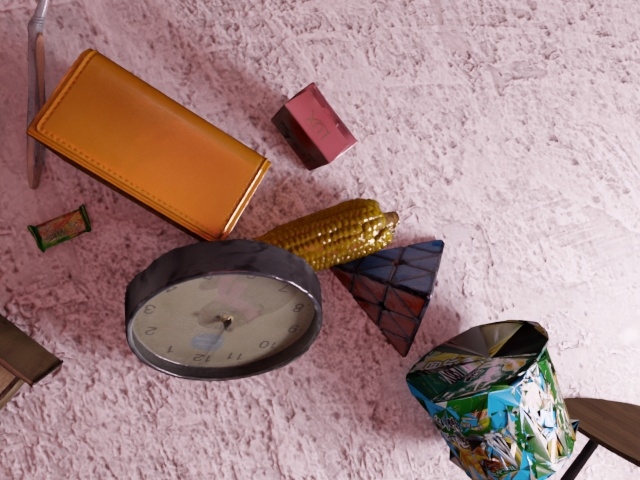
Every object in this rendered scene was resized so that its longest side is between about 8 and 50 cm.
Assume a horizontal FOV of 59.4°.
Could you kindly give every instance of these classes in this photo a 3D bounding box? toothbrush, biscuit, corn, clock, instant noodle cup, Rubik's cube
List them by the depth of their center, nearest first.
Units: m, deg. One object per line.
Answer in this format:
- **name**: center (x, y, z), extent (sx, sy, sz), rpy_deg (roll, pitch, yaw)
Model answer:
- **clock**: center (-0.131, 0.110, 0.785), extent (0.280, 0.281, 0.056), rpy_deg (-4, 48, -11)
- **toothbrush**: center (-0.402, -0.256, 0.796), extent (0.037, 0.028, 0.376), rpy_deg (10, 105, 5)
- **biscuit**: center (-0.392, -0.018, 0.849), extent (0.089, 0.016, 0.046), rpy_deg (-24, 94, -10)
- **instant noodle cup**: center (0.273, 0.255, 0.873), extent (0.240, 0.240, 0.178), rpy_deg (-26, 97, -10)
- **corn**: center (0.000, 0.000, 0.886), extent (0.261, 0.097, 0.097), rpy_deg (-17, 93, -6)
- **Rubik's cube**: center (0.131, 0.039, 0.930), extent (0.190, 0.211, 0.178), rpy_deg (36, 59, 15)

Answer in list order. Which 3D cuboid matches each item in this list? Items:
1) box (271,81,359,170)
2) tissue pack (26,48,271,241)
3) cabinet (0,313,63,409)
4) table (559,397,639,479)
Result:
- **box**: center (-0.014, -0.169, 0.853), extent (0.060, 0.156, 0.111), rpy_deg (-39, 99, -10)
- **tissue pack**: center (-0.227, -0.114, 0.796), extent (0.274, 0.194, 0.145), rpy_deg (32, 80, -10)
- **cabinet**: center (-0.509, 0.180, 0.759), extent (0.215, 0.148, 0.175), rpy_deg (42, 83, -9)
- **table**: center (0.537, 0.439, 0.931), extent (0.316, 0.317, 0.249), rpy_deg (11, 100, -10)
